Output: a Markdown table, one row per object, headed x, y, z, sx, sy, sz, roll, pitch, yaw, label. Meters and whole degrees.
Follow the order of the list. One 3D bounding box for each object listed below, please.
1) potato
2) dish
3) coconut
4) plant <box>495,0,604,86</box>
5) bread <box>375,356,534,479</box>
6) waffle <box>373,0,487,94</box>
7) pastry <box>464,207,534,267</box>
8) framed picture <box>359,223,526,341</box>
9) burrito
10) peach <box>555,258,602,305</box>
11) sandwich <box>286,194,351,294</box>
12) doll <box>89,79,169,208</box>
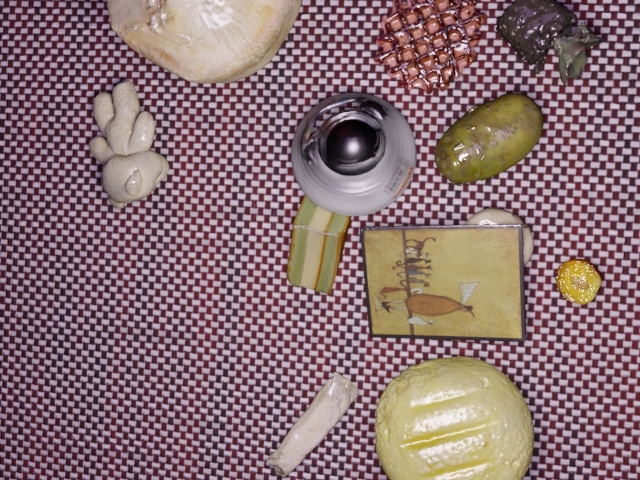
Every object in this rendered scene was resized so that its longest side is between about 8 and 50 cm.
| x | y | z | sx | sy | sz | roll | pitch | yaw | label |
| --- | --- | --- | --- | --- | --- | --- | --- | --- | --- |
| 0.354 | -0.212 | 1.512 | 0.251 | 0.113 | 0.149 | -35 | 80 | 0 | potato |
| 0.066 | -0.198 | 1.513 | 0.273 | 0.134 | 0.274 | -1 | 78 | 5 | dish |
| -0.243 | -0.513 | 1.458 | 0.404 | 0.404 | 0.405 | 0 | 92 | 8 | coconut |
| 0.464 | -0.416 | 1.474 | 0.142 | 0.131 | 0.203 | -43 | 77 | 6 | plant |
| 0.271 | 0.394 | 1.481 | 0.320 | 0.237 | 0.321 | 0 | 91 | 4 | bread |
| 0.230 | -0.431 | 1.549 | 0.221 | 0.055 | 0.234 | 23 | 90 | 8 | waffle |
| 0.367 | 0.008 | 1.527 | 0.156 | 0.092 | 0.157 | 0 | 91 | 11 | pastry |
| 0.255 | 0.091 | 1.525 | 0.338 | 0.014 | 0.256 | 0 | 106 | 18 | framed picture |
| -0.024 | 0.416 | 1.615 | 0.082 | 0.059 | 0.275 | 39 | 97 | -9 | burrito |
| 0.542 | 0.082 | 1.519 | 0.098 | 0.061 | 0.098 | 7 | 104 | 29 | peach |
| 0.000 | 0.000 | 1.619 | 0.117 | 0.144 | 0.187 | 15 | 130 | 8 | sandwich |
| -0.429 | -0.219 | 1.632 | 0.149 | 0.175 | 0.278 | -9 | 81 | -29 | doll |
